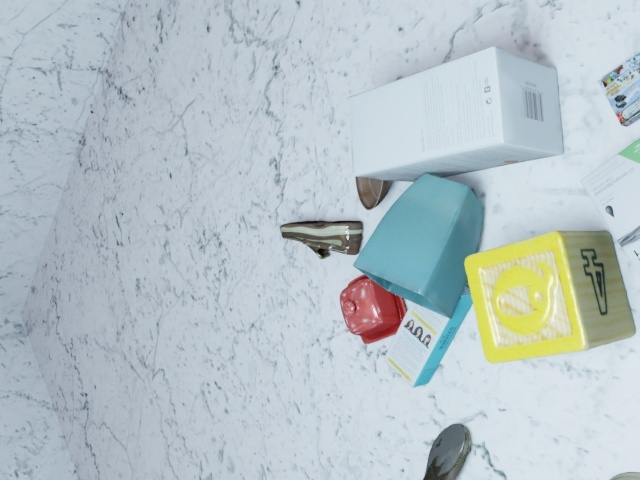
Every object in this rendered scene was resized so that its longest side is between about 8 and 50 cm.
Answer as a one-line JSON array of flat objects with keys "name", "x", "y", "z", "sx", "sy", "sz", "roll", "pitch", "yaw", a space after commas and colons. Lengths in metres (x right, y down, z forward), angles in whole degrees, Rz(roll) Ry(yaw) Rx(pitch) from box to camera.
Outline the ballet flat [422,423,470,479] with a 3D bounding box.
[{"name": "ballet flat", "x": 0.260, "y": 0.498, "z": 1.380, "sx": 0.250, "sy": 0.058, "sz": 0.084, "roll": -70, "pitch": 25, "yaw": 13}]

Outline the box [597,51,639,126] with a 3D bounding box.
[{"name": "box", "x": 0.544, "y": -0.266, "z": 1.078, "sx": 0.137, "sy": 0.027, "sz": 0.094, "roll": -36, "pitch": 64, "yaw": 41}]

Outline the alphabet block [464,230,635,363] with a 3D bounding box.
[{"name": "alphabet block", "x": 0.393, "y": 0.095, "z": 1.120, "sx": 0.192, "sy": 0.197, "sz": 0.194, "roll": -23, "pitch": 74, "yaw": 45}]

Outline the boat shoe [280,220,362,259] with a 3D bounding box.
[{"name": "boat shoe", "x": -0.006, "y": 0.001, "z": 1.624, "sx": 0.257, "sy": 0.095, "sz": 0.095, "roll": 2, "pitch": 98, "yaw": 47}]

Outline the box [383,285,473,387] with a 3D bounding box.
[{"name": "box", "x": 0.231, "y": 0.187, "z": 1.394, "sx": 0.100, "sy": 0.060, "sz": 0.244, "roll": 42, "pitch": 120, "yaw": 37}]

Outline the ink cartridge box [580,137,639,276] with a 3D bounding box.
[{"name": "ink cartridge box", "x": 0.548, "y": -0.048, "z": 1.029, "sx": 0.160, "sy": 0.092, "sz": 0.220, "roll": -43, "pitch": 60, "yaw": 39}]

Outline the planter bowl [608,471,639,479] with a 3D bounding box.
[{"name": "planter bowl", "x": 0.510, "y": 0.476, "z": 1.065, "sx": 0.162, "sy": 0.109, "sz": 0.162, "roll": 2, "pitch": 92, "yaw": 47}]

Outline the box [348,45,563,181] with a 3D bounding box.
[{"name": "box", "x": 0.252, "y": -0.224, "z": 1.256, "sx": 0.345, "sy": 0.214, "sz": 0.169, "roll": -8, "pitch": 85, "yaw": 46}]

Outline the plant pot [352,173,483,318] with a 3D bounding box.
[{"name": "plant pot", "x": 0.213, "y": 0.000, "z": 1.287, "sx": 0.165, "sy": 0.165, "sz": 0.234, "roll": 22, "pitch": 82, "yaw": 38}]

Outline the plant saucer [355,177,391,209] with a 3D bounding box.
[{"name": "plant saucer", "x": 0.124, "y": -0.168, "z": 1.478, "sx": 0.198, "sy": 0.036, "sz": 0.199, "roll": 178, "pitch": 90, "yaw": -74}]

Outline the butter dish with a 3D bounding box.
[{"name": "butter dish", "x": 0.100, "y": 0.151, "z": 1.492, "sx": 0.159, "sy": 0.118, "sz": 0.160, "roll": -31, "pitch": 69, "yaw": 43}]
